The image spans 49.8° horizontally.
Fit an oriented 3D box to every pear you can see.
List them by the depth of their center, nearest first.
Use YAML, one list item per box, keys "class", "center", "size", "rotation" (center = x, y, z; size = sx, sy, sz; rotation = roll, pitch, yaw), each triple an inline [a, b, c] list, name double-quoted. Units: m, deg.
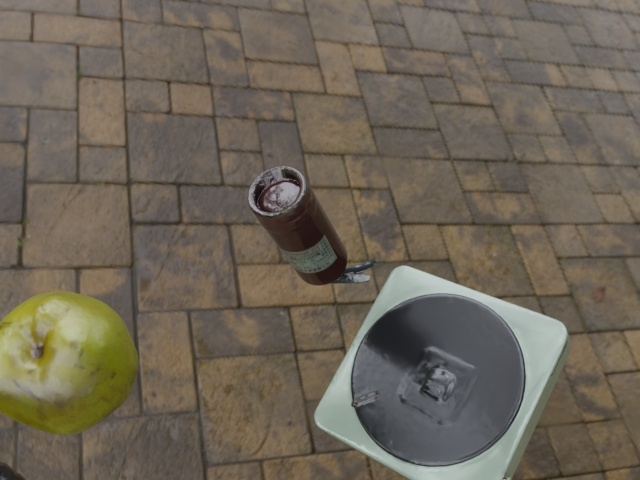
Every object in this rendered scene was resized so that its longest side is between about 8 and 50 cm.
- class: "pear"
  center: [-0.345, 0.165, 0.932]
  size: [0.200, 0.200, 0.199]
  rotation: [10, 55, -14]

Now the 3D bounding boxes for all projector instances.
- class: "projector"
  center: [0.158, 0.186, 0.904]
  size: [0.259, 0.079, 0.257]
  rotation: [21, 72, 33]

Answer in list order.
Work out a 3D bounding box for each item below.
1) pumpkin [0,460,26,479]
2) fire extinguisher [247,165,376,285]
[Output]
- class: "pumpkin"
  center: [-0.526, 0.415, 1.007]
  size: [0.221, 0.220, 0.161]
  rotation: [13, 34, -12]
- class: "fire extinguisher"
  center: [0.000, 0.000, 0.841]
  size: [0.099, 0.231, 0.071]
  rotation: [-15, 54, 14]
